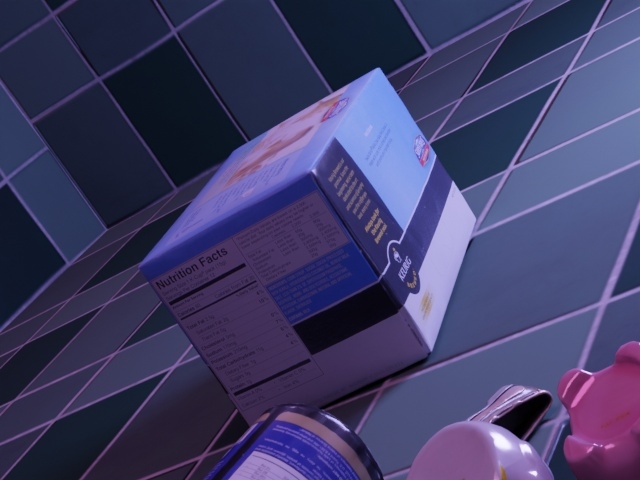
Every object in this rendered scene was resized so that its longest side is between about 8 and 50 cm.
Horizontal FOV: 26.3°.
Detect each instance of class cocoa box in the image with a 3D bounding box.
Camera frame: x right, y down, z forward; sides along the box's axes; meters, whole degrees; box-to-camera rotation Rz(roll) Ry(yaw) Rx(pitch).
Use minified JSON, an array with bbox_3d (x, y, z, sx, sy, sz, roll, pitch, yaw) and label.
[{"bbox_3d":[0.000,0.000,1.498,0.231,0.228,0.347,-28,14,24],"label":"cocoa box"}]

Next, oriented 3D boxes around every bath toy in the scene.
[{"bbox_3d":[0.209,0.130,0.765,0.348,0.129,0.151,-28,34,28],"label":"bath toy"}]

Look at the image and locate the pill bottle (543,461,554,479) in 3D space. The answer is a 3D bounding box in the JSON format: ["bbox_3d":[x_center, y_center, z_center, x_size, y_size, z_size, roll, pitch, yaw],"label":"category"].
[{"bbox_3d":[0.107,0.192,0.909,0.067,0.067,0.120,-19,20,49],"label":"pill bottle"}]

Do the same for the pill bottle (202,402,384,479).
[{"bbox_3d":[-0.056,0.234,1.034,0.123,0.123,0.219,-19,20,48],"label":"pill bottle"}]

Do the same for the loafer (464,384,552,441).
[{"bbox_3d":[0.136,0.150,1.049,0.039,0.045,0.125,-13,22,42],"label":"loafer"}]
